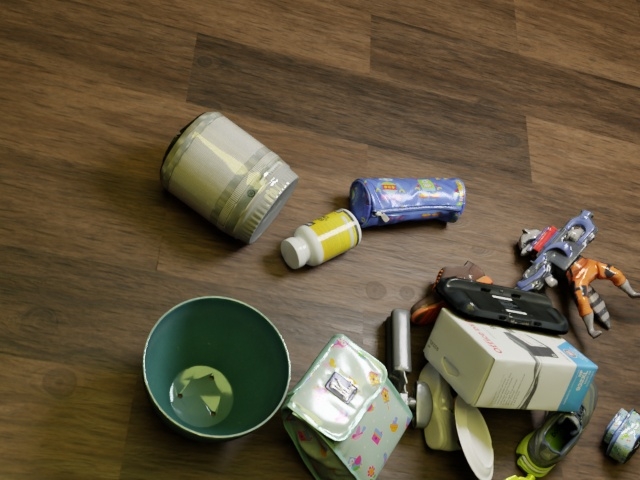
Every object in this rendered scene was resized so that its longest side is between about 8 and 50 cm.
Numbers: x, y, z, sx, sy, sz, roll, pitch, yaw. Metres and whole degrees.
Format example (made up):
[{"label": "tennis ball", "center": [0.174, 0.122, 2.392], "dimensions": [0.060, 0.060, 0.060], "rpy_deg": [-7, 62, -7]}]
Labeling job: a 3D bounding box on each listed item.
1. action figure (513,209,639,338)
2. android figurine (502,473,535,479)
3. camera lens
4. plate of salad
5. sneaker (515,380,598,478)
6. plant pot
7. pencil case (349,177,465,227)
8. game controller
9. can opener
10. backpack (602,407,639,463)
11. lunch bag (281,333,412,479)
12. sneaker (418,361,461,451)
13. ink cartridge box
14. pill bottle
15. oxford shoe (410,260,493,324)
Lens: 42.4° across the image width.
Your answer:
[{"label": "action figure", "center": [0.623, 0.109, 2.146], "dimensions": [0.341, 0.178, 0.330], "rpy_deg": [-39, 70, -5]}, {"label": "android figurine", "center": [0.422, 0.629, 1.792], "dimensions": [0.248, 0.056, 0.273], "rpy_deg": [40, 56, 6]}, {"label": "camera lens", "center": [-0.216, -0.149, 1.921], "dimensions": [0.274, 0.219, 0.219], "rpy_deg": [36, 56, 4]}, {"label": "plate of salad", "center": [0.332, 0.437, 1.826], "dimensions": [0.200, 0.048, 0.200], "rpy_deg": [48, 30, -40]}, {"label": "sneaker", "center": [0.577, 0.425, 1.927], "dimensions": [0.111, 0.121, 0.300], "rpy_deg": [41, 56, 6]}, {"label": "plant pot", "center": [-0.226, 0.285, 1.677], "dimensions": [0.290, 0.195, 0.290], "rpy_deg": [9, 59, -15]}, {"label": "pencil case", "center": [0.223, -0.098, 2.107], "dimensions": [0.306, 0.119, 0.133], "rpy_deg": [-3, 33, -21]}, {"label": "game controller", "center": [0.426, 0.155, 1.932], "dimensions": [0.319, 0.067, 0.166], "rpy_deg": [11, 28, -21]}, {"label": "can opener", "center": [0.203, 0.296, 1.896], "dimensions": [0.095, 0.076, 0.284], "rpy_deg": [9, 57, -11]}, {"label": "backpack", "center": [0.723, 0.467, 1.970], "dimensions": [0.084, 0.105, 0.114], "rpy_deg": [28, 53, 26]}, {"label": "lunch bag", "center": [0.045, 0.353, 1.700], "dimensions": [0.223, 0.160, 0.262], "rpy_deg": [-49, 122, -36]}, {"label": "sneaker", "center": [0.281, 0.378, 1.889], "dimensions": [0.094, 0.080, 0.212], "rpy_deg": [17, 57, -29]}, {"label": "ink cartridge box", "center": [0.425, 0.270, 1.866], "dimensions": [0.307, 0.129, 0.223], "rpy_deg": [9, 21, -29]}, {"label": "pill bottle", "center": [0.000, 0.000, 1.982], "dimensions": [0.184, 0.103, 0.103], "rpy_deg": [-25, 72, -30]}, {"label": "oxford shoe", "center": [0.303, 0.126, 2.028], "dimensions": [0.271, 0.097, 0.098], "rpy_deg": [-20, 65, -39]}]
